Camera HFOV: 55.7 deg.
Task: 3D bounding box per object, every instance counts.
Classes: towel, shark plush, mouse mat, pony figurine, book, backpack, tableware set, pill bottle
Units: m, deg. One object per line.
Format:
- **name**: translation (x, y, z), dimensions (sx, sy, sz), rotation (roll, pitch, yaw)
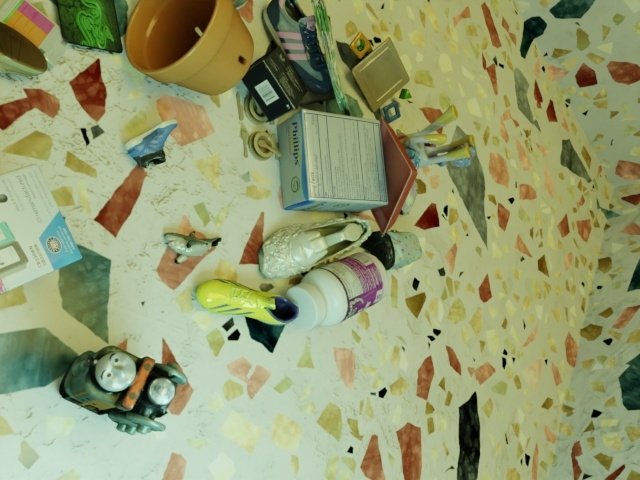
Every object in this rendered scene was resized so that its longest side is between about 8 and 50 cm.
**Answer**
- **towel**: translation (0.041, -0.534, 1.805), dimensions (0.248, 0.038, 0.324), rotation (19, 56, -82)
- **shark plush**: translation (-0.308, -0.001, 1.510), dimensions (0.161, 0.073, 0.067), rotation (-17, 63, -40)
- **mouse mat**: translation (-0.542, -0.537, 1.412), dimensions (0.153, 0.007, 0.189), rotation (-5, 82, -50)
- **pony figurine**: translation (0.319, -0.286, 2.018), dimensions (0.351, 0.364, 0.302), rotation (35, 50, -52)
- **book**: translation (-0.623, -0.457, 1.316), dimensions (0.144, 0.035, 0.096), rotation (40, 53, -31)
- **backpack**: translation (0.247, 0.034, 1.994), dimensions (0.182, 0.115, 0.151), rotation (-1, 79, -47)
- **tableware set**: translation (-0.166, -0.325, 1.723), dimensions (0.128, 0.039, 0.194), rotation (-3, 83, -44)
- **pill bottle**: translation (0.045, 0.148, 1.735), dimensions (0.302, 0.169, 0.169), rotation (-20, 95, -44)

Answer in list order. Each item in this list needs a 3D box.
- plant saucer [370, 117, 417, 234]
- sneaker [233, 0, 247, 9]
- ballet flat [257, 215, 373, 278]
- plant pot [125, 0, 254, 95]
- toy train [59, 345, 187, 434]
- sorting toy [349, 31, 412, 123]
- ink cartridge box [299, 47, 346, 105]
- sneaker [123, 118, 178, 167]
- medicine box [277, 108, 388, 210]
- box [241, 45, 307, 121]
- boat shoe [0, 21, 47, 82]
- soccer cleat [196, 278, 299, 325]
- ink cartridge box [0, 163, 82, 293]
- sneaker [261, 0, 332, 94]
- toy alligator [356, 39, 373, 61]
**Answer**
- **plant saucer**: translation (0.206, -0.195, 1.845), dimensions (0.048, 0.259, 0.258), rotation (-3, 47, -21)
- **sneaker**: translation (-0.252, -0.685, 1.672), dimensions (0.100, 0.108, 0.271), rotation (51, 49, -21)
- **ballet flat**: translation (0.000, 0.000, 1.751), dimensions (0.409, 0.147, 0.146), rotation (-21, 96, -44)
- **plant pot**: translation (-0.299, -0.492, 1.484), dimensions (0.203, 0.291, 0.290), rotation (28, 62, -55)
- **toy train**: translation (-0.394, 0.288, 1.184), dimensions (0.190, 0.334, 0.142), rotation (31, 62, -19)
- **sorting toy**: translation (0.202, -0.573, 2.088), dimensions (0.196, 0.047, 0.347), rotation (-45, 127, -11)
- **ink cartridge box**: translation (-0.026, -0.551, 1.899), dimensions (0.189, 0.066, 0.232), rotation (-25, 103, -44)
- **sneaker**: translation (-0.392, -0.231, 1.469), dimensions (0.152, 0.058, 0.084), rotation (-41, 104, -37)
- **medicine box**: translation (0.037, -0.225, 1.792), dimensions (0.290, 0.149, 0.263), rotation (0, 81, -33)
- **box**: translation (-0.130, -0.445, 1.717), dimensions (0.156, 0.093, 0.158), rotation (56, 29, -20)
- **boat shoe**: translation (-0.697, -0.392, 1.205), dimensions (0.285, 0.089, 0.104), rotation (18, 43, -43)
- **soccer cleat**: translation (-0.179, 0.155, 1.550), dimensions (0.289, 0.121, 0.093), rotation (22, 67, -39)
- **ink cartridge box**: translation (-0.628, 0.011, 1.093), dimensions (0.270, 0.197, 0.198), rotation (-32, 103, -43)
- **sneaker**: translation (-0.047, -0.588, 1.790), dimensions (0.319, 0.131, 0.112), rotation (55, 43, -3)
- **toy alligator**: translation (0.171, -0.628, 2.112), dimensions (0.051, 0.056, 0.189), rotation (-34, 118, 3)
